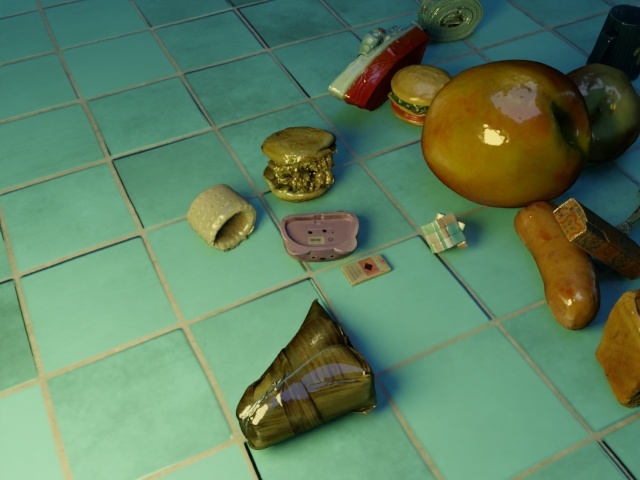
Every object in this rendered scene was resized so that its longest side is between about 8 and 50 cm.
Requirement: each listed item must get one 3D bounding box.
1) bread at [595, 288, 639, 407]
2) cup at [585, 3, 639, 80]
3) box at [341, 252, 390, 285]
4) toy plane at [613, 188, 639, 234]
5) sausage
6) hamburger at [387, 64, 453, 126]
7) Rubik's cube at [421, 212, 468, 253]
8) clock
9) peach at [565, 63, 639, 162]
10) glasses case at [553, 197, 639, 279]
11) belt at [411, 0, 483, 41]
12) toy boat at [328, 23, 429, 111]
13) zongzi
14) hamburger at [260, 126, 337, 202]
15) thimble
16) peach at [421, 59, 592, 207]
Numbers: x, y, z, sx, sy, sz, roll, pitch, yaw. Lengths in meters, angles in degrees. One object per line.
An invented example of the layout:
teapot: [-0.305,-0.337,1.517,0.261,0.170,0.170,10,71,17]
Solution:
bread: [0.545,0.169,1.102,0.149,0.158,0.143,-6,46,-11]
cup: [0.744,-0.490,1.709,0.176,0.155,0.131,-27,52,-25]
box: [0.087,0.055,1.299,0.083,0.012,0.046,-20,49,-16]
toy plane: [0.669,-0.076,1.379,0.286,0.092,0.108,-35,35,-29]
sausage: [0.441,0.044,1.255,0.108,0.109,0.271,-3,47,-3]
hamburger: [0.238,-0.340,1.594,0.162,0.115,0.162,2,46,-2]
Rubik's cube: [0.245,-0.018,1.323,0.073,0.075,0.084,-24,13,-21]
clock: [0.000,0.000,1.323,0.152,0.050,0.110,-4,47,-3]
peach: [0.599,-0.278,1.497,0.214,0.214,0.235,23,29,20]
glasses case: [0.516,-0.002,1.243,0.218,0.049,0.075,24,35,-34]
belt: [0.347,-0.611,1.831,0.163,0.148,0.082,8,37,-33]
toy boat: [0.127,-0.422,1.645,0.133,0.145,0.332,33,50,13]
zongzi: [-0.052,0.201,1.103,0.221,0.112,0.242,-19,42,-16]
hamburger: [-0.040,-0.164,1.429,0.159,0.131,0.185,24,44,31]
thimble: [-0.191,-0.045,1.331,0.090,0.102,0.115,39,87,29]
peach: [0.358,-0.206,1.360,0.332,0.308,0.308,-6,36,42]
